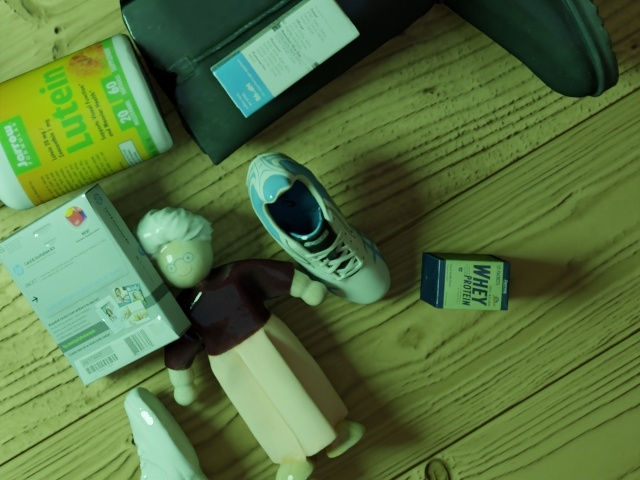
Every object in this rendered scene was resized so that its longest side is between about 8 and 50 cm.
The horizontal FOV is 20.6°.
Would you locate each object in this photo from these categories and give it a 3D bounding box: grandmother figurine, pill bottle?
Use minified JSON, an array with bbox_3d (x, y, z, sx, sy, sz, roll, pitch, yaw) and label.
[{"bbox_3d":[-0.086,0.102,1.957,0.208,0.104,0.342,-38,102,-9],"label":"grandmother figurine"},{"bbox_3d":[-0.293,-0.114,1.880,0.246,0.136,0.136,-23,98,-1],"label":"pill bottle"}]

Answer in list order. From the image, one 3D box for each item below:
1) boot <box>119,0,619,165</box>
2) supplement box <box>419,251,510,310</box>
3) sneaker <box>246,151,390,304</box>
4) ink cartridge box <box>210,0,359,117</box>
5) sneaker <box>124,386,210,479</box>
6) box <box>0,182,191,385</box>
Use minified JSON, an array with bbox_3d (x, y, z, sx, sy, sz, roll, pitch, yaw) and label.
[{"bbox_3d":[0.052,-0.216,1.925,0.445,0.146,0.367,-32,91,-8],"label":"boot"},{"bbox_3d":[0.163,0.046,1.999,0.083,0.083,0.056,2,96,-11],"label":"supplement box"},{"bbox_3d":[0.000,0.000,1.942,0.085,0.086,0.237,-36,124,10],"label":"sneaker"},{"bbox_3d":[-0.023,-0.204,1.808,0.180,0.104,0.060,-36,99,1],"label":"ink cartridge box"},{"bbox_3d":[-0.178,0.269,1.973,0.094,0.080,0.212,-28,100,6],"label":"sneaker"},{"bbox_3d":[-0.250,0.050,1.921,0.145,0.038,0.186,-28,101,29],"label":"box"}]
